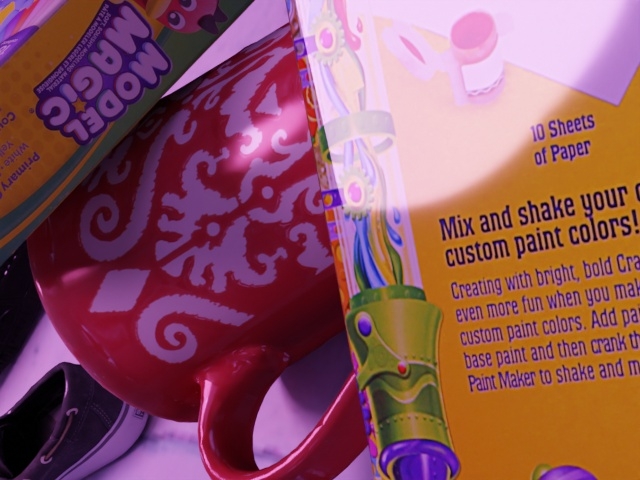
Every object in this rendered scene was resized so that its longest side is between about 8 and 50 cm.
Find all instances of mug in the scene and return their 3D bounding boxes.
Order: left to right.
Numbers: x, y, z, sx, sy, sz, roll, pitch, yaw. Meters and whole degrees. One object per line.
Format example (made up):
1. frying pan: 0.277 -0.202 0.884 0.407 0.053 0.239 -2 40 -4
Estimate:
1. mug: 0.004 -0.004 0.676 0.169 0.113 0.150 -31 85 36

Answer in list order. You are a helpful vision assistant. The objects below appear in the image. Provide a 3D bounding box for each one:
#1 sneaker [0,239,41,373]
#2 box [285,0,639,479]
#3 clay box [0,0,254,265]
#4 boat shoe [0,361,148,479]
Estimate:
1. sneaker: -0.152 -0.007 0.918 0.170 0.051 0.089 -53 38 14
2. box: 0.148 -0.062 0.348 0.290 0.177 0.279 -11 90 50
3. clay box: -0.103 -0.054 0.694 0.222 0.053 0.127 -50 21 -23
4. boat shoe: -0.127 0.090 0.839 0.142 0.040 0.049 -40 45 35
